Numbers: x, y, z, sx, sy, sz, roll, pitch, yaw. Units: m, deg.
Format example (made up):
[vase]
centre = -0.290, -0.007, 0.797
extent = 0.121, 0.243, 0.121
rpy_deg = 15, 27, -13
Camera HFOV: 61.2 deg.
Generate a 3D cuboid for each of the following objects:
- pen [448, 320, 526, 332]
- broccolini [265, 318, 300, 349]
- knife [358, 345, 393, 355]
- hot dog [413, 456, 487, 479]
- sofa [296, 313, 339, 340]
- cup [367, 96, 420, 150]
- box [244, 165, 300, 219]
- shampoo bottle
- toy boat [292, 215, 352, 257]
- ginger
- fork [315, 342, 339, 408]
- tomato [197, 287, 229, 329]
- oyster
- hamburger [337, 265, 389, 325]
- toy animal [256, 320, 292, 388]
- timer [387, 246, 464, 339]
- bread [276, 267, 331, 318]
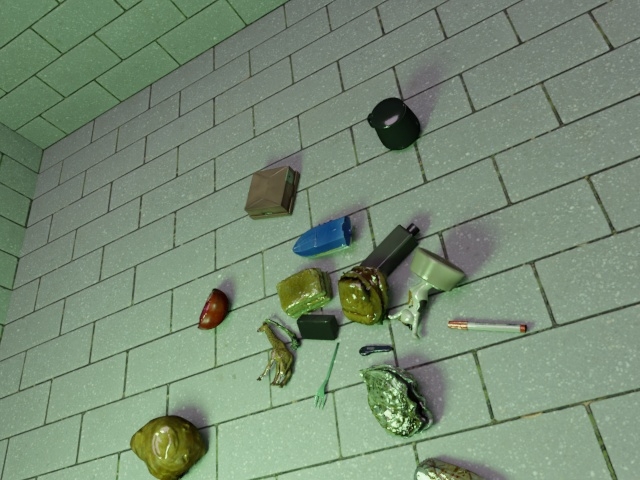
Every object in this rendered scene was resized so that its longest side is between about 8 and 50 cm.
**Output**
[pen]
centre = 0.509, 0.264, 1.662
extent = 0.238, 0.028, 0.028
rpy_deg = -2, 63, 32
[broccolini]
centre = -0.137, 0.345, 2.030
extent = 0.194, 0.052, 0.054
rpy_deg = 31, 118, 41
[knife]
centre = 0.186, 0.369, 1.819
extent = 0.121, 0.018, 0.031
rpy_deg = -11, 52, 27
[hot dog]
centre = 0.367, 0.687, 1.493
extent = 0.252, 0.069, 0.131
rpy_deg = 12, 80, 40
[sofa]
centre = -0.007, 0.311, 1.956
extent = 0.147, 0.085, 0.060
rpy_deg = -5, 21, 32
[cup]
centre = 0.272, -0.463, 2.134
extent = 0.223, 0.176, 0.169
rpy_deg = 19, 79, 38
[box]
centre = -0.211, -0.209, 2.361
extent = 0.215, 0.086, 0.215
rpy_deg = -5, 63, 31
[shampoo bottle]
centre = 0.254, 0.038, 1.922
extent = 0.246, 0.080, 0.079
rpy_deg = -46, 50, 2
[toy boat]
centre = 0.000, 0.000, 2.114
extent = 0.295, 0.088, 0.129
rpy_deg = -19, 55, 36
[ginger]
centre = -0.561, 0.736, 1.976
extent = 0.269, 0.200, 0.223
rpy_deg = 35, 88, 40
[fork]
centre = 0.022, 0.463, 1.871
extent = 0.039, 0.021, 0.235
rpy_deg = 5, 68, 32
[tomato]
centre = -0.435, 0.292, 2.222
extent = 0.189, 0.099, 0.173
rpy_deg = -137, 70, -79
[oyster]
centre = 0.230, 0.481, 1.681
extent = 0.198, 0.112, 0.268
rpy_deg = -48, 54, 29
[hamburger]
centre = 0.136, 0.191, 1.845
extent = 0.183, 0.129, 0.206
rpy_deg = 10, 108, 43
[toy animal]
centre = -0.171, 0.416, 2.002
extent = 0.149, 0.054, 0.276
rpy_deg = -22, 55, 23
[timer]
centre = 0.330, 0.176, 1.771
extent = 0.175, 0.175, 0.266
rpy_deg = 37, 104, 41
[bread]
centre = -0.059, 0.192, 2.026
extent = 0.196, 0.102, 0.138
rpy_deg = -25, 56, 17
